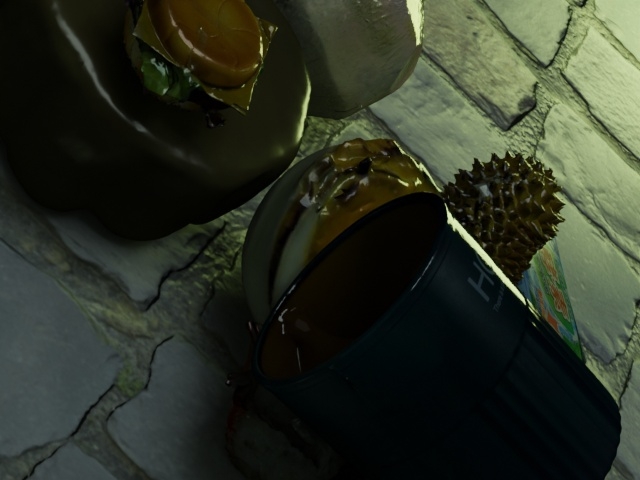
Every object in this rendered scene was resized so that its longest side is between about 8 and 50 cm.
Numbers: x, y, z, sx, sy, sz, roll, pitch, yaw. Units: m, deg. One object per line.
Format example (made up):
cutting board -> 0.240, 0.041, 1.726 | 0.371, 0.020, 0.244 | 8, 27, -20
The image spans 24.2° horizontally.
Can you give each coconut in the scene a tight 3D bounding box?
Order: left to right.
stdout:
coconut -> 0.024, -0.279, 1.879 | 0.230, 0.227, 0.227 | -31, 81, -14

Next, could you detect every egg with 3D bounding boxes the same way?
egg -> -0.002, 0.004, 1.648 | 0.174, 0.264, 0.286 | 27, -7, 36

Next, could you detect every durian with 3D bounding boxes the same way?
durian -> 0.188, -0.016, 1.842 | 0.183, 0.138, 0.250 | 30, 71, 18

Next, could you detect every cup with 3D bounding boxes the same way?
cup -> 0.111, 0.133, 1.464 | 0.292, 0.242, 0.308 | 45, -2, -18

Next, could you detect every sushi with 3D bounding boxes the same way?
sushi -> 0.017, 0.226, 1.548 | 0.332, 0.130, 0.124 | 40, 39, -14

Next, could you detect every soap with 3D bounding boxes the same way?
soap -> 0.266, 0.064, 1.944 | 0.156, 0.077, 0.293 | 38, 35, -47

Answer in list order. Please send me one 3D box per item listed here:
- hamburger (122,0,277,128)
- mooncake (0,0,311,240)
hamburger -> -0.130, -0.193, 1.472 | 0.164, 0.093, 0.189 | 44, 38, -13
mooncake -> -0.200, -0.179, 1.625 | 0.378, 0.200, 0.378 | 26, 47, -32
